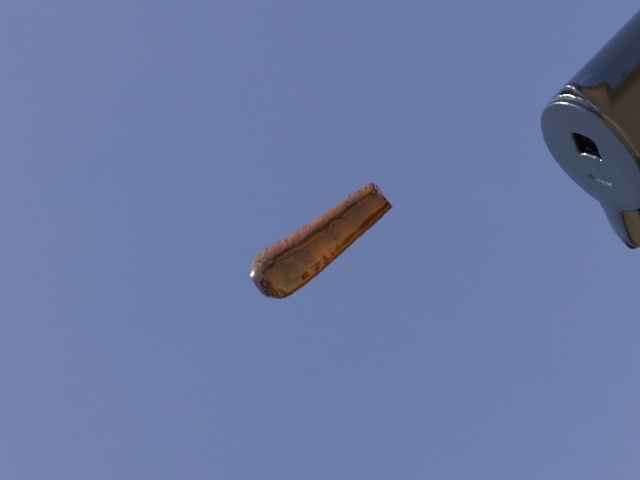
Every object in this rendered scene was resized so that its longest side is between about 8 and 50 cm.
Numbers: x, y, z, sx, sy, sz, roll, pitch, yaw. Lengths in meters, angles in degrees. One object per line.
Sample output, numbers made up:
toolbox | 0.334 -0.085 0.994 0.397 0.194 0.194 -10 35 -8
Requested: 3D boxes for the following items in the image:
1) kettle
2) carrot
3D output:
kettle | 0.440 -0.180 1.588 0.308 0.203 0.262 -42 -24 -15
carrot | 0.000 0.000 1.285 0.161 0.055 0.055 -36 -49 6
